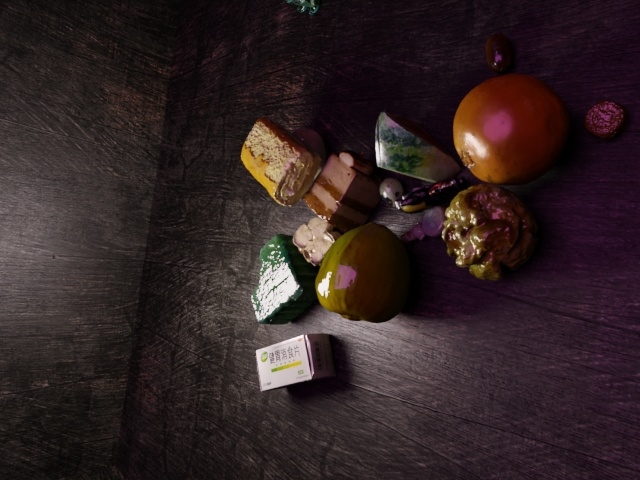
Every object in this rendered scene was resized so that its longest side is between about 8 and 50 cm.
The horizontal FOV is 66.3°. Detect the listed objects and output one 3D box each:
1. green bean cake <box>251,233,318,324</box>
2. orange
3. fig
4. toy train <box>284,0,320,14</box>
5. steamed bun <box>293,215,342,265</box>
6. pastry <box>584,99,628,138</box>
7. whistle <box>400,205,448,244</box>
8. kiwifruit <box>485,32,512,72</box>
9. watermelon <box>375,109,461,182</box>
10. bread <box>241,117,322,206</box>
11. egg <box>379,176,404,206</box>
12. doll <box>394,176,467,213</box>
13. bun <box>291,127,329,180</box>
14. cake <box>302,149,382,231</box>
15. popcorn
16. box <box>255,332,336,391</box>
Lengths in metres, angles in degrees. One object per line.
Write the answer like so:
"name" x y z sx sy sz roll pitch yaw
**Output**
"green bean cake" -0.159 0.166 2.062 0.300 0.169 0.308 -41 57 31
"orange" 0.522 -0.302 1.355 0.312 0.312 0.312 -8 79 44
"fig" 0.154 0.108 1.664 0.343 0.343 0.343 -8 79 44
"toy train" -0.065 -1.114 2.187 0.203 0.112 0.163 34 102 41
"steamed bun" 0.000 0.000 1.965 0.177 0.106 0.192 41 92 26
"pastry" 0.754 -0.320 1.297 0.097 0.057 0.109 0 86 43
"whistle" 0.361 -0.043 1.652 0.220 0.057 0.107 -34 47 42
"kiwifruit" 0.554 -0.582 1.522 0.075 0.075 0.124 -19 75 42
"watermelon" 0.316 -0.313 1.644 0.232 0.310 0.193 -115 41 -78
"bread" -0.164 -0.306 1.919 0.375 0.165 0.236 45 110 45
"egg" 0.256 -0.172 1.753 0.085 0.085 0.110 -20 80 41
"doll" 0.356 -0.145 1.621 0.248 0.127 0.088 -19 61 33
"bun" -0.083 -0.361 2.074 0.239 0.141 0.239 -4 84 45
"cake" 0.103 -0.201 1.838 0.293 0.198 0.196 -59 44 16
"popcorn" 0.477 -0.034 1.408 0.282 0.247 0.282 -14 72 55
"box" -0.102 0.490 1.974 0.333 0.145 0.173 -27 68 40
